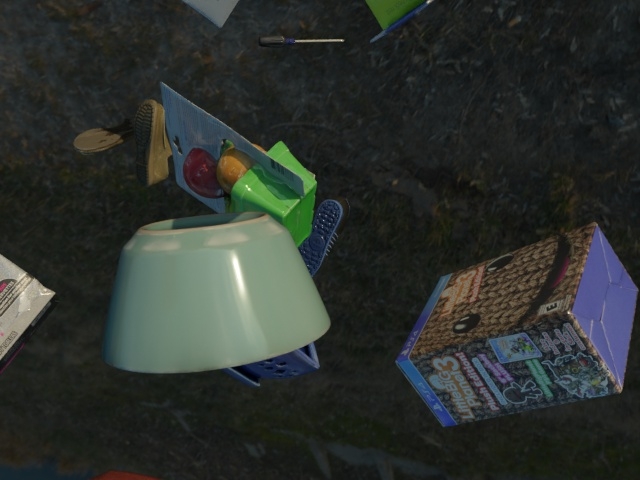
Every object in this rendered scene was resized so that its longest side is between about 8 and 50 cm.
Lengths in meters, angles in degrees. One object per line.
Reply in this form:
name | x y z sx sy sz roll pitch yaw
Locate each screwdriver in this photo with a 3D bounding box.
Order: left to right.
screwdriver | -0.035 -0.384 1.345 0.170 0.025 0.024 -5 83 -10

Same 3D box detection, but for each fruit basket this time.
fruit basket | -0.169 -0.128 1.414 0.353 0.165 0.327 39 153 19

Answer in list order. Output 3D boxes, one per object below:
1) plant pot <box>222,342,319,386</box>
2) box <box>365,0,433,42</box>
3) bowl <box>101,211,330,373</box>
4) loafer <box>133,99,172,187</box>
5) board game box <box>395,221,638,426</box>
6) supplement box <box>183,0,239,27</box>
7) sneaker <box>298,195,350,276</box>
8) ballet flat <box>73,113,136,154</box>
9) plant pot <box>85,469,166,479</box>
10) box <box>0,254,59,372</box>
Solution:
plant pot | -0.163 0.237 1.810 0.212 0.236 0.236 -25 145 11
box | 0.124 -0.262 0.666 0.042 0.178 0.109 56 158 -10
bowl | -0.147 0.052 0.951 0.311 0.311 0.163 -1 99 24
loafer | -0.276 -0.161 1.160 0.056 0.050 0.148 30 120 34
board game box | 0.299 0.130 1.061 0.291 0.232 0.141 -25 107 40
supplement box | -0.214 -0.588 1.568 0.111 0.220 0.114 34 128 -15
sneaker | 0.000 0.000 1.606 0.081 0.090 0.232 37 113 13
ballet flat | -0.560 -0.275 1.884 0.084 0.250 0.058 33 129 13
plant pot | -0.216 0.366 0.639 0.235 0.267 0.267 17 117 53
box | -0.657 0.169 1.386 0.142 0.247 0.163 37 161 -7
